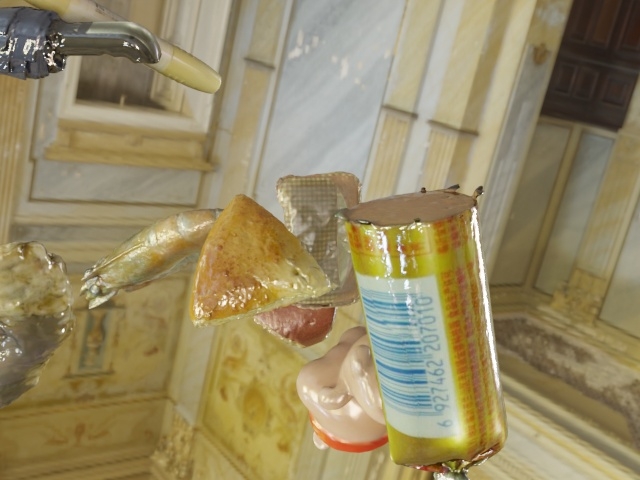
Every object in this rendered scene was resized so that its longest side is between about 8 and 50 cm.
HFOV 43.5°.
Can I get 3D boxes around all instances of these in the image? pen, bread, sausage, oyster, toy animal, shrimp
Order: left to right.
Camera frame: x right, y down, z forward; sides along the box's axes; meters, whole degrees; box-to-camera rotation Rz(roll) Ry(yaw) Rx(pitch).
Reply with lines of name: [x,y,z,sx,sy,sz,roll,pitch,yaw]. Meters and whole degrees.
oyster: [-0.394,0.122,1.014,0.166,0.341,0.110,-5,-127,-51]
pen: [-0.183,-0.190,0.737,0.233,0.032,0.040,23,-171,-45]
shrimp: [-0.243,0.028,1.243,0.317,0.077,0.168,-24,158,23]
bread: [-0.070,0.010,0.831,0.154,0.054,0.136,-11,-116,-14]
bread: [-0.029,0.115,1.293,0.192,0.119,0.067,-21,-177,-2]
toy animal: [0.066,0.191,1.047,0.171,0.171,0.198,4,153,-30]
sausage: [0.108,0.104,0.741,0.125,0.317,0.117,-20,-158,-21]

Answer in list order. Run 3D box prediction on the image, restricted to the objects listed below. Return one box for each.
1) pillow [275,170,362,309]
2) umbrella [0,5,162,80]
pillow: [0.003,0.000,1.237,0.135,0.211,0.034,-4,-177,-14]
umbrella: [-0.249,-0.162,0.639,0.248,0.071,0.071,-2,-167,8]
